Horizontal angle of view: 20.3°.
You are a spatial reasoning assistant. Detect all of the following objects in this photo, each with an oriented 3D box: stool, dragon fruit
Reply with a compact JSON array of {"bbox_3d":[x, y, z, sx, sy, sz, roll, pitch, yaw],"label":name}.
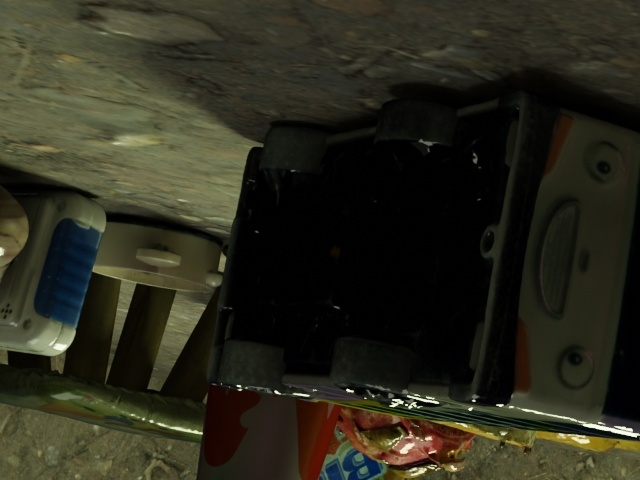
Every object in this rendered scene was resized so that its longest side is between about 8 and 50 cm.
[{"bbox_3d":[-0.272,0.131,2.335,0.310,0.226,0.310,20,167,-36],"label":"stool"},{"bbox_3d":[0.123,0.203,2.330,0.282,0.211,0.147,16,166,-41],"label":"dragon fruit"}]

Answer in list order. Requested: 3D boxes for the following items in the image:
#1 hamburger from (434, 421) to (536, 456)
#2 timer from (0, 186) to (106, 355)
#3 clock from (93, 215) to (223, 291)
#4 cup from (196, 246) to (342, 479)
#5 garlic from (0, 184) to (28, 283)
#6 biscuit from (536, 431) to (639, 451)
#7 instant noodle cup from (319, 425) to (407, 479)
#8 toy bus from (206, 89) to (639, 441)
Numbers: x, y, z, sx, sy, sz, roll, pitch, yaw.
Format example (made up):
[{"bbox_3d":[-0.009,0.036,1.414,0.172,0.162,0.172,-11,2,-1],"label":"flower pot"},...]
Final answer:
[{"bbox_3d":[0.184,0.166,2.188,0.245,0.155,0.282,15,174,0],"label":"hamburger"},{"bbox_3d":[-0.356,0.026,1.953,0.253,0.178,0.078,3,162,39],"label":"timer"},{"bbox_3d":[-0.188,0.016,2.044,0.156,0.063,0.229,10,174,-7],"label":"clock"},{"bbox_3d":[-0.048,0.167,2.072,0.203,0.288,0.203,13,171,2],"label":"cup"},{"bbox_3d":[-0.426,-0.040,1.850,0.207,0.207,0.256,19,-157,-38],"label":"garlic"},{"bbox_3d":[0.379,0.259,2.686,0.296,0.102,0.296,9,170,2],"label":"biscuit"},{"bbox_3d":[-0.015,0.239,2.543,0.296,0.296,0.214,14,178,-13],"label":"instant noodle cup"},{"bbox_3d":[0.104,0.032,1.307,0.249,0.209,0.440,14,171,-24],"label":"toy bus"}]
